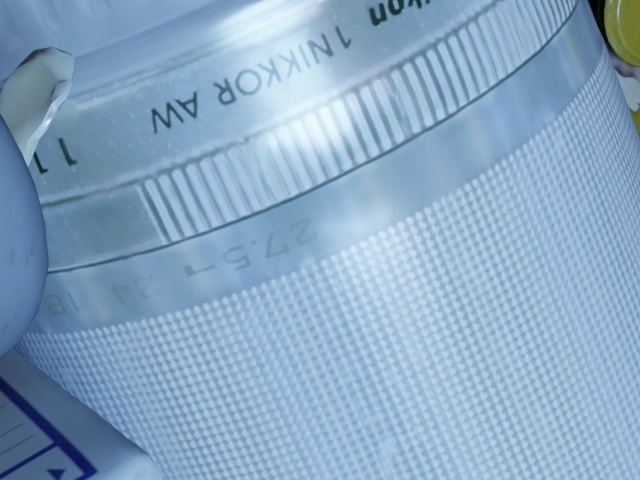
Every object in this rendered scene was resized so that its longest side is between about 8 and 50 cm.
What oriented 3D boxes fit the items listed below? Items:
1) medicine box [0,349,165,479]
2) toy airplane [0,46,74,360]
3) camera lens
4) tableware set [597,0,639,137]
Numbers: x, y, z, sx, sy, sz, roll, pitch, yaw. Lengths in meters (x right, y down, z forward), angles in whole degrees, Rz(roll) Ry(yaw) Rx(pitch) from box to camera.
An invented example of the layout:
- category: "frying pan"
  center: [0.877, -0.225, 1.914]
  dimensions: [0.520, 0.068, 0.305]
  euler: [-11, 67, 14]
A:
- category: "medicine box"
  center: [-0.176, 0.146, 0.509]
  dimensions: [0.263, 0.289, 0.149]
  euler: [-29, 109, -17]
- category: "toy airplane"
  center: [-0.208, -0.111, 0.409]
  dimensions: [0.272, 0.384, 0.386]
  euler: [-28, 110, -32]
- category: "camera lens"
  center: [0.000, 0.000, 0.603]
  dimensions: [0.219, 0.219, 0.274]
  euler: [-30, 110, -17]
- category: "tableware set"
  center: [0.167, -0.109, 0.771]
  dimensions: [0.104, 0.024, 0.154]
  euler: [41, 79, -33]
